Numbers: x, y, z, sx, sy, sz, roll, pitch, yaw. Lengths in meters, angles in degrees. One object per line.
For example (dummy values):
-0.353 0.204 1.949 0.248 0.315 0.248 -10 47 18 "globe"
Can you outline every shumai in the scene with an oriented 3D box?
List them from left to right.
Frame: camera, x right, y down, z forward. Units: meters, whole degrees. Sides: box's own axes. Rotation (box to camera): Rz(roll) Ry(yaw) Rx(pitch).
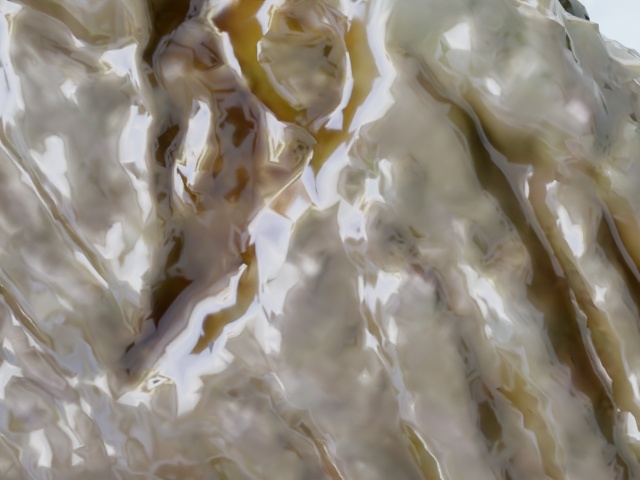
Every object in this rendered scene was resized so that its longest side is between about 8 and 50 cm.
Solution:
0.001 -0.001 0.496 0.217 0.346 0.283 -42 2 19 "shumai"
